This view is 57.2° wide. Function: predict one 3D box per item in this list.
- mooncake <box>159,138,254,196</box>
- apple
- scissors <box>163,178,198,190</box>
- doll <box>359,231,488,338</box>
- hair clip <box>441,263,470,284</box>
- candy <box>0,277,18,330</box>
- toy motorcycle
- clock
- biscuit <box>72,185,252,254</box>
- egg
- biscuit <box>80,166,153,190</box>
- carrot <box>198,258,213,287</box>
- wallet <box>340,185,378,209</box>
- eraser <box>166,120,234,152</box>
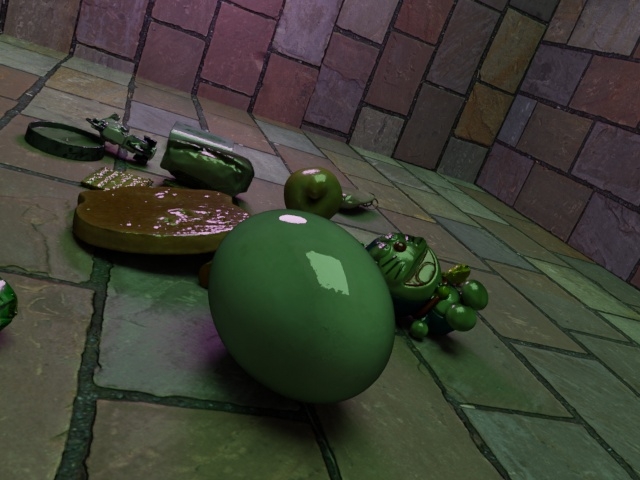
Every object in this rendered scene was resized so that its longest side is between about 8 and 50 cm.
[{"bbox_3d":[-0.324,-0.209,1.739,0.250,0.136,0.254,21,9,1],"label":"mooncake"},{"bbox_3d":[-0.024,-0.135,1.809,0.200,0.200,0.200,19,18,-6],"label":"apple"},{"bbox_3d":[-0.360,-0.133,1.634,0.134,0.020,0.187,18,7,-29],"label":"scissors"},{"bbox_3d":[0.215,0.106,1.379,0.322,0.186,0.198,42,53,9],"label":"doll"},{"bbox_3d":[0.394,0.111,1.756,0.173,0.072,0.046,-12,39,-44],"label":"hair clip"},{"bbox_3d":[-0.551,0.102,0.722,0.324,0.097,0.097,-8,32,-41],"label":"candy"},{"bbox_3d":[-0.599,-0.314,1.794,0.221,0.102,0.150,30,6,-3],"label":"toy motorcycle"},{"bbox_3d":[-0.729,-0.288,1.685,0.215,0.041,0.215,19,17,-6],"label":"clock"},{"bbox_3d":[-0.349,-0.046,1.313,0.385,0.062,0.365,-1,22,-27],"label":"biscuit"},{"bbox_3d":[-0.036,0.097,0.955,0.276,0.276,0.389,7,23,-38],"label":"egg"},{"bbox_3d":[-0.537,-0.155,1.551,0.144,0.016,0.203,19,19,-7],"label":"biscuit"},{"bbox_3d":[-0.192,0.046,1.280,0.067,0.067,0.225,24,19,8],"label":"carrot"},{"bbox_3d":[0.039,-0.180,2.212,0.336,0.068,0.275,19,13,13],"label":"wallet"},{"bbox_3d":[-0.435,-0.355,2.151,0.227,0.081,0.174,18,19,-12],"label":"eraser"}]
